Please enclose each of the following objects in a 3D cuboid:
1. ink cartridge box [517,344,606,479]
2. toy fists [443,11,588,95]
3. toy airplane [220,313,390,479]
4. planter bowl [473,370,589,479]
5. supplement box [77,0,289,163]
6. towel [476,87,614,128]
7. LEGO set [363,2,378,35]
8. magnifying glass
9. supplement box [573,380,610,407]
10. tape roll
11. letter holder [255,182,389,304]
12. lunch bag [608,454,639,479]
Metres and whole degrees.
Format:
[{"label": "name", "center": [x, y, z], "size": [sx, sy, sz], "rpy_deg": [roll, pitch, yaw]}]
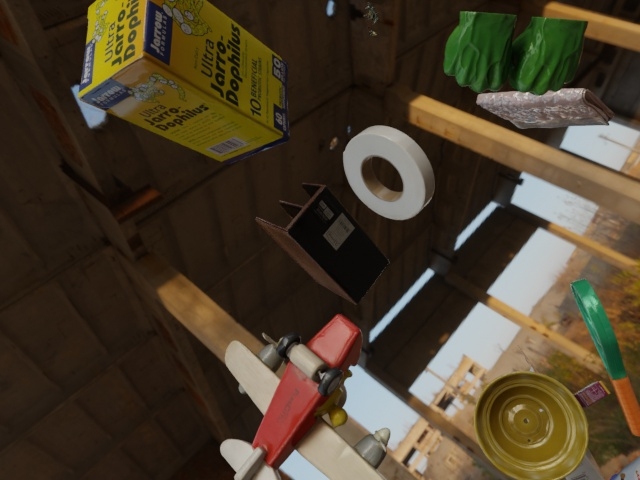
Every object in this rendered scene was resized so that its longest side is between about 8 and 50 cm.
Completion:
[{"label": "ink cartridge box", "center": [0.711, 0.551, 1.448], "size": [0.091, 0.308, 0.385], "rpy_deg": [-35, 14, 16]}, {"label": "toy fists", "center": [0.377, -0.364, 0.919], "size": [0.279, 0.096, 0.142], "rpy_deg": [0, -64, -10]}, {"label": "toy airplane", "center": [-0.036, 0.383, 1.036], "size": [0.384, 0.386, 0.272], "rpy_deg": [-19, -15, 29]}, {"label": "planter bowl", "center": [0.441, 0.389, 0.995], "size": [0.217, 0.217, 0.090], "rpy_deg": [-57, -23, -1]}, {"label": "supplement box", "center": [-0.243, -0.315, 0.911], "size": [0.356, 0.195, 0.194], "rpy_deg": [18, -115, -52]}, {"label": "towel", "center": [0.732, -0.425, 1.522], "size": [0.316, 0.331, 0.054], "rpy_deg": [6, -85, -44]}, {"label": "LEGO set", "center": [0.139, -0.587, 1.237], "size": [0.023, 0.054, 0.083], "rpy_deg": [-30, -30, -18]}, {"label": "magnifying glass", "center": [0.384, 0.157, 0.620], "size": [0.026, 0.231, 0.092], "rpy_deg": [-25, 10, 20]}, {"label": "supplement box", "center": [0.805, 0.459, 1.391], "size": [0.083, 0.043, 0.055], "rpy_deg": [-29, -22, -4]}, {"label": "tape roll", "center": [0.257, -0.257, 1.818], "size": [0.072, 0.392, 0.392], "rpy_deg": [-42, -31, -30]}, {"label": "letter holder", "center": [0.000, 0.000, 1.248], "size": [0.152, 0.214, 0.302], "rpy_deg": [-51, -58, -13]}, {"label": "lunch bag", "center": [0.507, 0.299, 0.389], "size": [0.238, 0.385, 0.328], "rpy_deg": [-20, -40, -22]}]
